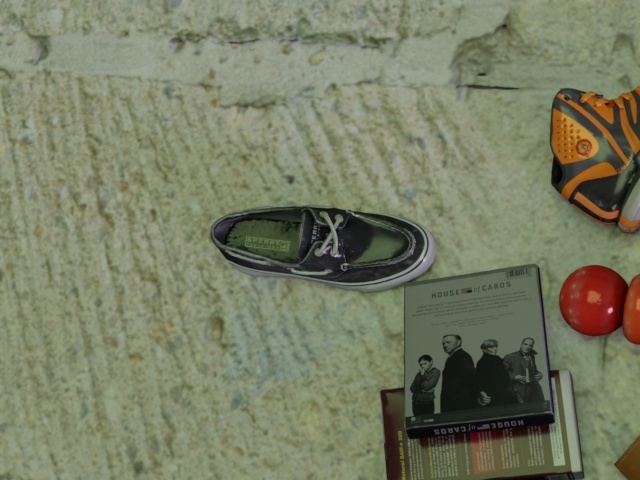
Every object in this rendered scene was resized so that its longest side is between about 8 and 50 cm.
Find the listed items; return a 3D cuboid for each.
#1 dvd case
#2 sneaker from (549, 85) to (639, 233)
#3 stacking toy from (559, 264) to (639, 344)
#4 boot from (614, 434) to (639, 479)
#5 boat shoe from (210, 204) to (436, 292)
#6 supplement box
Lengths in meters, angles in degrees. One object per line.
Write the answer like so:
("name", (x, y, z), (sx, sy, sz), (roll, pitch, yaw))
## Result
("dvd case", (0.193, 0.135, 1.556), (0.179, 0.030, 0.239), (-8, 44, 13))
("sneaker", (0.402, -0.183, 1.596), (0.180, 0.124, 0.321), (30, 84, 20))
("stacking toy", (0.452, 0.097, 1.508), (0.330, 0.141, 0.141), (7, 76, 24))
("boot", (0.509, 0.248, 1.465), (0.283, 0.109, 0.220), (-48, 64, 6))
("boat shoe", (0.000, 0.000, 1.662), (0.301, 0.102, 0.108), (5, 76, 17))
("supplement box", (0.200, 0.242, 1.554), (0.239, 0.073, 0.130), (-7, 71, 12))
